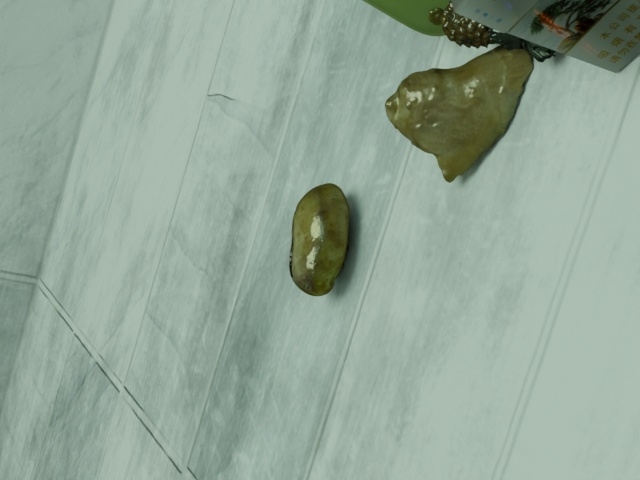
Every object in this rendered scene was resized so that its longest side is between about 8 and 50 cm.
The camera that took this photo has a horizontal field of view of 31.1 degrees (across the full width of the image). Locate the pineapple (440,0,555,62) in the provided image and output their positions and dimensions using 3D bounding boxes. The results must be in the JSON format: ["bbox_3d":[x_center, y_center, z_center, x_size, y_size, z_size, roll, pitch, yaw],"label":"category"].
[{"bbox_3d":[0.226,-0.260,1.408,0.159,0.074,0.074,23,100,40],"label":"pineapple"}]

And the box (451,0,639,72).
[{"bbox_3d":[0.267,-0.270,1.194,0.149,0.233,0.067,-46,41,43],"label":"box"}]

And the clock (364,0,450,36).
[{"bbox_3d":[0.154,-0.431,1.479,0.308,0.235,0.096,-51,20,30],"label":"clock"}]

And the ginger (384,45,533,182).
[{"bbox_3d":[0.172,-0.190,1.464,0.193,0.122,0.115,-50,27,25],"label":"ginger"}]

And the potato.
[{"bbox_3d":[0.000,0.000,1.719,0.107,0.080,0.171,-18,66,49],"label":"potato"}]
